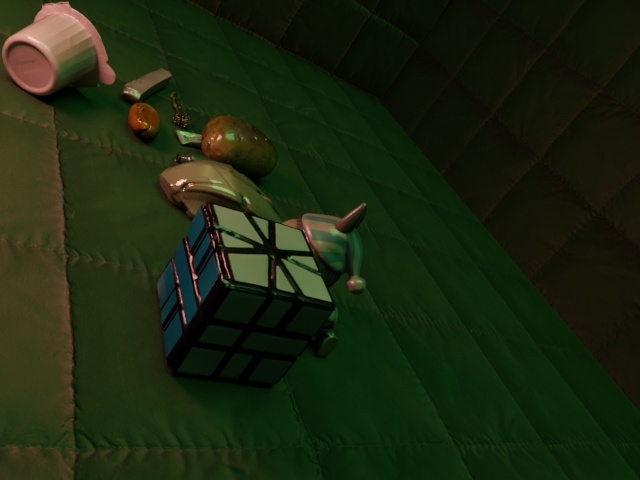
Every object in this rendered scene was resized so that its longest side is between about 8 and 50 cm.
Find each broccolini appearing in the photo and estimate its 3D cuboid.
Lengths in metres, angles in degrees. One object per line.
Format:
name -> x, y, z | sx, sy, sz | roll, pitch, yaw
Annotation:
broccolini -> -0.538, -0.510, 2.173 | 0.071, 0.057, 0.254 | 73, -4, -47

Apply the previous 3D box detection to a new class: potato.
potato -> -0.290, -0.331, 2.043 | 0.307, 0.173, 0.210 | 23, 34, -36

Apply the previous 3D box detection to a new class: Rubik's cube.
Rubik's cube -> -0.180, 0.125, 1.293 | 0.293, 0.283, 0.288 | 16, 33, -31

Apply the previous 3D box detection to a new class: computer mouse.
computer mouse -> -0.284, -0.143, 1.775 | 0.428, 0.145, 0.228 | 23, 27, -29

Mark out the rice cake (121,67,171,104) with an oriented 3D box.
rice cake -> -0.651, -0.583, 2.143 | 0.072, 0.056, 0.365 | 27, 27, -8

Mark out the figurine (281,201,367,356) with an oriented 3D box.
figurine -> 0.000, 0.051, 1.542 | 0.266, 0.378, 0.361 | 14, 32, -39

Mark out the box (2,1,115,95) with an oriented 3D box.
box -> -0.798, -0.536, 1.719 | 0.291, 0.262, 0.206 | 41, 37, -14

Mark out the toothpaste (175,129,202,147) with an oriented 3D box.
toothpaste -> -0.395, -0.357, 2.109 | 0.296, 0.048, 0.075 | 5, 46, -43

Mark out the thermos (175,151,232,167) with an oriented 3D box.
thermos -> -0.390, -0.239, 1.889 | 0.187, 0.073, 0.083 | 15, 66, -36

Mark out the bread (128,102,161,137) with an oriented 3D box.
bread -> -0.585, -0.393, 1.889 | 0.114, 0.077, 0.189 | 46, 17, -32
